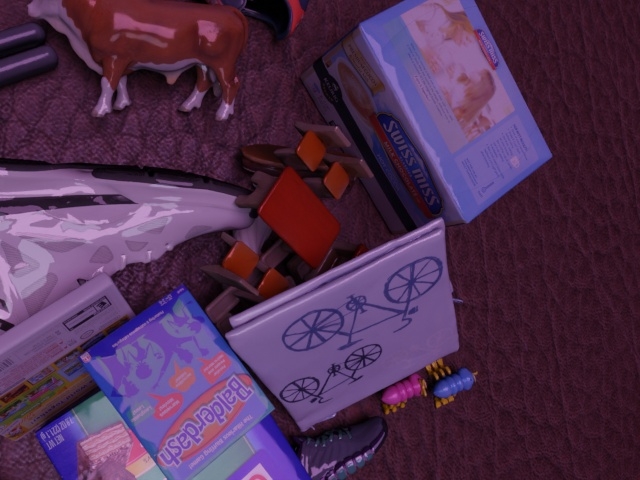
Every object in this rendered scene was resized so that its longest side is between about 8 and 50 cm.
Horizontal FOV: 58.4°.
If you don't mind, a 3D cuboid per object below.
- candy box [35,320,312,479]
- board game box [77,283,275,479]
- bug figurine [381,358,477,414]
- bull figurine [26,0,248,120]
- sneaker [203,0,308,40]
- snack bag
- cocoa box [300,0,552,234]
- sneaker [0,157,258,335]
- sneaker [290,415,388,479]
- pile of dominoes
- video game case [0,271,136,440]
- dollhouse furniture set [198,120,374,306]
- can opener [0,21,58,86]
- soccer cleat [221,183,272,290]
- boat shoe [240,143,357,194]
[{"bbox_3d":[-0.192,0.321,0.813,0.268,0.122,0.317,-33,90,-21],"label":"candy box"},{"bbox_3d":[-0.186,0.188,0.754,0.160,0.047,0.210,-37,91,-22],"label":"board game box"},{"bbox_3d":[0.175,0.192,1.038,0.216,0.072,0.279,-21,95,-24],"label":"bug figurine"},{"bbox_3d":[-0.258,-0.280,0.837,0.310,0.101,0.188,-1,114,-17],"label":"bull figurine"},{"bbox_3d":[-0.175,-0.426,0.894,0.350,0.131,0.148,15,79,-22],"label":"sneaker"},{"bbox_3d":[0.063,0.144,0.860,0.323,0.037,0.342,-27,138,-3],"label":"snack bag"},{"bbox_3d":[0.177,-0.216,0.982,0.231,0.228,0.347,-35,100,-22],"label":"cocoa box"},{"bbox_3d":[-0.310,0.022,0.814,0.447,0.169,0.257,1,100,-23],"label":"sneaker"},{"bbox_3d":[0.011,0.345,0.951,0.224,0.083,0.098,-33,95,-22],"label":"sneaker"},{"bbox_3d":[-0.061,0.093,0.937,0.251,0.040,0.196,-44,126,-27],"label":"pile of dominoes"},{"bbox_3d":[-0.344,0.158,0.747,0.227,0.206,0.026,-35,63,-19],"label":"video game case"},{"bbox_3d":[0.000,0.000,0.840,0.259,0.135,0.262,46,68,-43],"label":"dollhouse furniture set"},{"bbox_3d":[-0.497,-0.224,0.764,0.280,0.093,0.074,-29,97,-28],"label":"can opener"},{"bbox_3d":[-0.120,-0.008,0.928,0.076,0.068,0.196,31,68,-12],"label":"soccer cleat"},{"bbox_3d":[-0.035,-0.114,0.968,0.207,0.073,0.073,6,124,-18],"label":"boat shoe"}]
